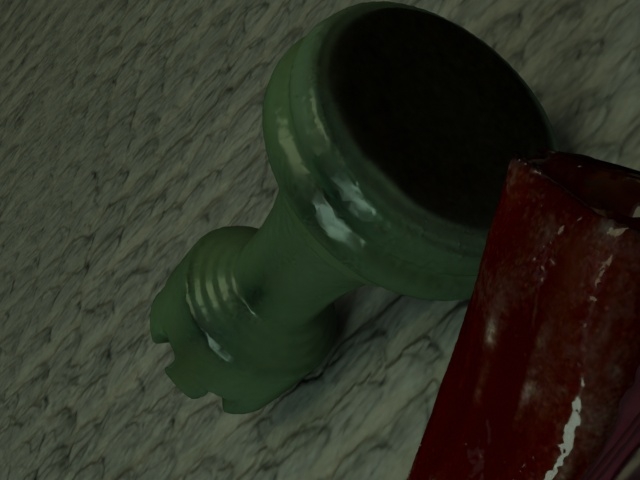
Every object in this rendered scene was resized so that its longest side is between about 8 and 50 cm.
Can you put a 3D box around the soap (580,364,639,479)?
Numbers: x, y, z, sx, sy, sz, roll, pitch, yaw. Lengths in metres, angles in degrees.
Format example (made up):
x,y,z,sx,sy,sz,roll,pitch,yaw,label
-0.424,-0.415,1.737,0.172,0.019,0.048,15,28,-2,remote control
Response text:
x,y,z,sx,sy,sz,roll,pitch,yaw,label
0.077,0.214,0.608,0.359,0.128,0.233,-54,-11,11,soap

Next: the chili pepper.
x,y,z,sx,sy,sz,roll,pitch,yaw,label
0.123,0.082,0.824,0.144,0.136,0.253,26,98,20,chili pepper

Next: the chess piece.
x,y,z,sx,sy,sz,roll,pitch,yaw,label
0.000,0.000,1.040,0.299,0.194,0.195,-44,29,46,chess piece
